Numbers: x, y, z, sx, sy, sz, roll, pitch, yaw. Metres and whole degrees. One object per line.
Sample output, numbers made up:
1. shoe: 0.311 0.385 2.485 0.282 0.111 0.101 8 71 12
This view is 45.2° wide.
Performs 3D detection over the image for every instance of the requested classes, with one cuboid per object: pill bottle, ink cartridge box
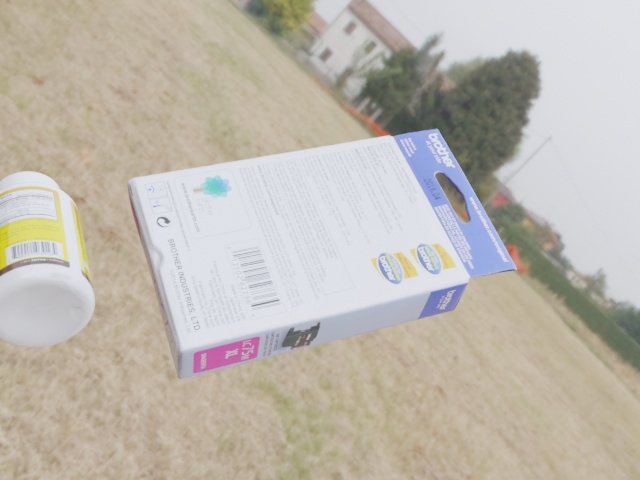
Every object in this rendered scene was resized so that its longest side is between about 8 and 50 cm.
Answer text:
1. pill bottle: -0.334 0.013 0.893 0.117 0.117 0.215 34 20 -41
2. ink cartridge box: 0.000 0.000 0.702 0.065 0.311 0.185 99 -27 -53
